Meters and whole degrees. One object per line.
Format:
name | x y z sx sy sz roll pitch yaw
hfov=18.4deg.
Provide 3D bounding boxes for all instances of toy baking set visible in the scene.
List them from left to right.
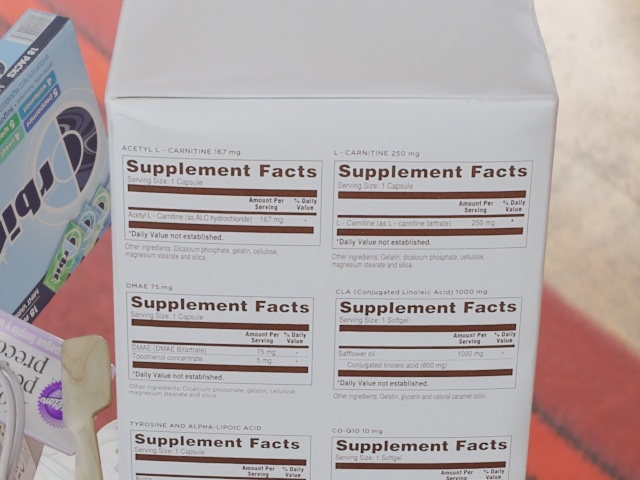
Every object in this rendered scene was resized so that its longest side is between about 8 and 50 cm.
toy baking set | -0.198 0.177 1.131 0.256 0.030 0.197 -40 64 9

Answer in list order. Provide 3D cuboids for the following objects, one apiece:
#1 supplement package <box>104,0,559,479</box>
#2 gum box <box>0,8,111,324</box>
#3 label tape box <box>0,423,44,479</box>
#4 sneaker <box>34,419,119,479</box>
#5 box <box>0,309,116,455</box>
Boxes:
supplement package | 0.000 0.000 0.749 0.149 0.203 0.194 1 27 -1
gum box | -0.212 -0.043 1.396 0.041 0.184 0.157 15 51 26
label tape box | -0.356 0.198 1.486 0.249 0.115 0.348 -19 15 3
sneaker | -0.188 0.275 2.101 0.305 0.114 0.152 10 84 20
box | -0.283 0.035 1.218 0.324 0.067 0.063 27 82 -6
